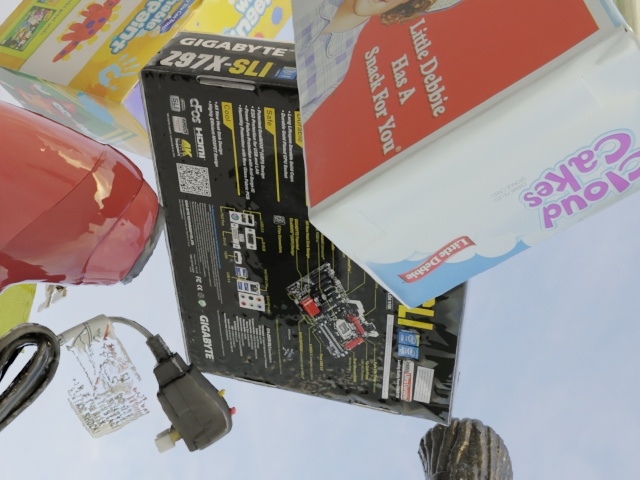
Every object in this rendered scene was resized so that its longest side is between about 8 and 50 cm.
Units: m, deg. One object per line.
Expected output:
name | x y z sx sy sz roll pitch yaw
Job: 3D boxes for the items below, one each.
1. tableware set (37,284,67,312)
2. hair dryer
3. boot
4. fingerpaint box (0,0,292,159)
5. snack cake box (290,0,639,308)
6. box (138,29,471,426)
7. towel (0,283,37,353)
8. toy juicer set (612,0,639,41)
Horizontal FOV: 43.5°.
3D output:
tableware set | -0.336 0.032 1.092 0.194 0.039 0.128 -22 -125 59
hair dryer | -0.176 0.035 0.401 0.080 0.224 0.293 1 -64 61
boot | 0.152 0.409 0.936 0.260 0.131 0.348 -74 174 -60
fingerpaint box | -0.260 -0.367 1.273 0.371 0.163 0.444 20 -112 34
snack cake box | 0.069 -0.115 0.431 0.152 0.089 0.264 -29 -139 24
box | 0.000 0.000 0.671 0.257 0.322 0.079 8 -142 13
towel | -0.404 0.076 0.905 0.021 0.237 0.102 11 -96 18
toy juicer set | 0.186 -0.176 0.736 0.089 0.329 0.209 31 -54 55
